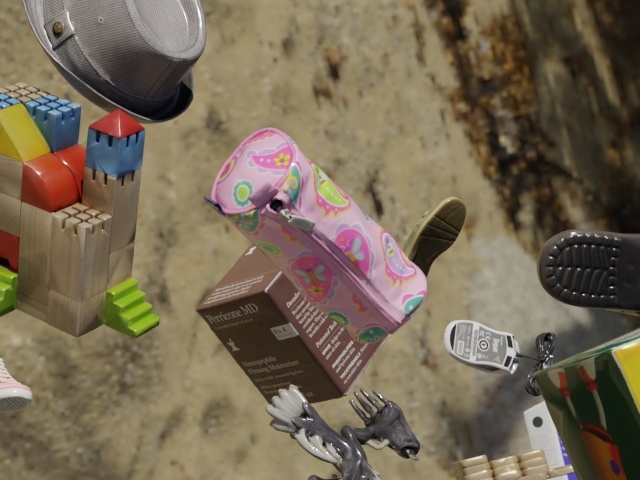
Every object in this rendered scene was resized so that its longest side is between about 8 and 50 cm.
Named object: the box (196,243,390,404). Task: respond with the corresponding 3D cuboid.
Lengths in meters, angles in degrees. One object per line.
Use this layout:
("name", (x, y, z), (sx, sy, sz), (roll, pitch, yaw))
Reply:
("box", (-0.033, 0.113, 2.053), (0.203, 0.168, 0.167), (53, 50, -17))

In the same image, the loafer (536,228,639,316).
("loafer", (0.457, 0.043, 1.900), (0.130, 0.366, 0.134), (-150, -106, -78))

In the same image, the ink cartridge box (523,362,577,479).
("ink cartridge box", (0.324, 0.277, 1.848), (0.206, 0.045, 0.208), (27, 52, -63))

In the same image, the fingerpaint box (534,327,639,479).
("fingerpaint box", (0.444, 0.183, 1.063), (0.371, 0.444, 0.163), (67, -17, 6))

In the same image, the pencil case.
("pencil case", (0.000, 0.000, 1.561), (0.284, 0.124, 0.124), (45, 32, -37))

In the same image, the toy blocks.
("toy blocks", (-0.359, -0.063, 1.668), (0.190, 0.381, 0.261), (-30, 134, -53))

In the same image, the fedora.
("fedora", (-0.232, -0.280, 1.713), (0.243, 0.124, 0.275), (12, 49, -43))

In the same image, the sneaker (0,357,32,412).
("sneaker", (-0.355, 0.151, 1.509), (0.051, 0.134, 0.070), (19, 66, -38))

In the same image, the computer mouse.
("computer mouse", (0.269, 0.169, 2.139), (0.042, 0.193, 0.106), (143, -39, -63))

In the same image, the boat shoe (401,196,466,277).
("boat shoe", (0.137, 0.003, 1.853), (0.056, 0.153, 0.048), (20, 18, -29))

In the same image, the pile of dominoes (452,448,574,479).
("pile of dominoes", (0.265, 0.217, 1.441), (0.196, 0.251, 0.040), (108, -32, -77))

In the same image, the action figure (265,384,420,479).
("action figure", (-0.006, 0.228, 1.286), (0.164, 0.141, 0.275), (-65, 165, 16))
